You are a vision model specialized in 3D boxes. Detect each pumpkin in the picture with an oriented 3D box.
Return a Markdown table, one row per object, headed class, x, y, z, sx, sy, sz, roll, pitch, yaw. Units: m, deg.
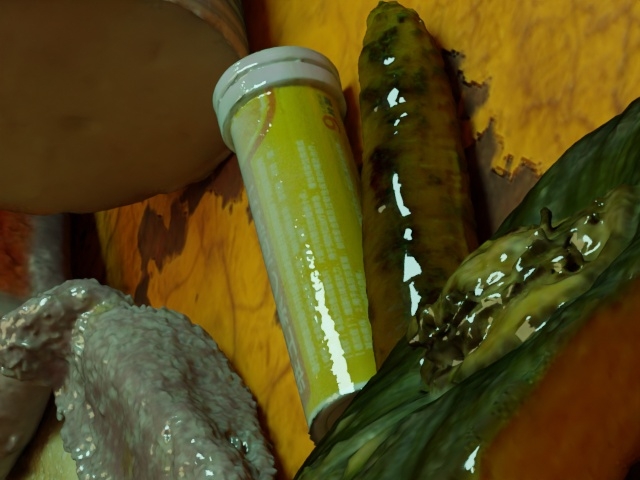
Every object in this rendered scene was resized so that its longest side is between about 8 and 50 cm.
| class | x | y | z | sx | sy | sz | roll | pitch | yaw |
| --- | --- | --- | --- | --- | --- | --- | --- | --- | --- |
| pumpkin | 0.092 | 0.034 | 0.515 | 0.290 | 0.095 | 0.258 | -45 | 7 | -10 |

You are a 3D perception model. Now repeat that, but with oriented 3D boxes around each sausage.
| class | x | y | z | sx | sy | sz | roll | pitch | yaw |
| --- | --- | --- | --- | --- | --- | --- | --- | --- | --- |
| sausage | -0.170 | -0.193 | 0.984 | 0.233 | 0.233 | 0.287 | -46 | 44 | 46 |

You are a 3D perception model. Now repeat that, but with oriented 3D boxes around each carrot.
| class | x | y | z | sx | sy | sz | roll | pitch | yaw |
| --- | --- | --- | --- | --- | --- | --- | --- | --- | --- |
| carrot | 0.049 | 0.010 | 0.703 | 0.066 | 0.066 | 0.314 | -43 | 45 | 48 |

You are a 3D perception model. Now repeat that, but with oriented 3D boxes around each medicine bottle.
| class | x | y | z | sx | sy | sz | roll | pitch | yaw |
| --- | --- | --- | --- | --- | --- | --- | --- | --- | --- |
| medicine bottle | 0.000 | 0.000 | 0.788 | 0.074 | 0.074 | 0.218 | -53 | 41 | 40 |

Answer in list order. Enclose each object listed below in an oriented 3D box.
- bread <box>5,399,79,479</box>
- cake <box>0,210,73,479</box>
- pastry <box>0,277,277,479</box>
| class | x | y | z | sx | sy | sz | roll | pitch | yaw |
| --- | --- | --- | --- | --- | --- | --- | --- | --- | --- |
| bread | -0.183 | 0.226 | 1.078 | 0.182 | 0.039 | 0.250 | -51 | 40 | 43 |
| cake | -0.322 | 0.023 | 1.158 | 0.230 | 0.237 | 0.308 | -59 | 25 | 29 |
| pastry | -0.091 | 0.117 | 0.882 | 0.265 | 0.112 | 0.102 | 48 | 114 | 41 |
